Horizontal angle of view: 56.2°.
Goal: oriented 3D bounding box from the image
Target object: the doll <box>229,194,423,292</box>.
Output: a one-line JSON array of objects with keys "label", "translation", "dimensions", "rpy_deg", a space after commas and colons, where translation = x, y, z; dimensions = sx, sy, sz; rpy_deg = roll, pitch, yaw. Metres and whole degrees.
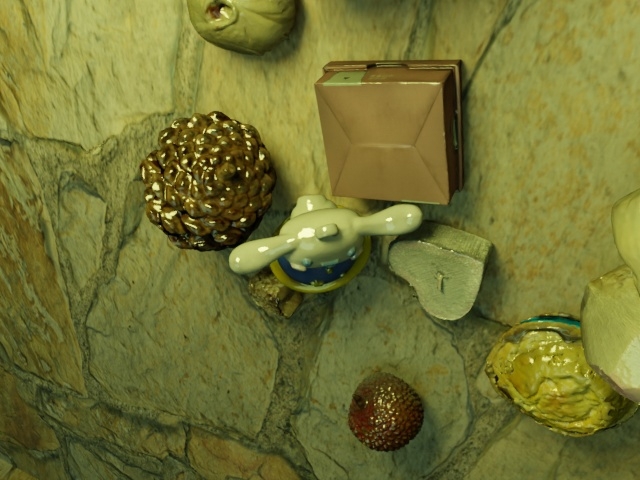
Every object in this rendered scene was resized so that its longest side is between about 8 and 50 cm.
[{"label": "doll", "translation": [0.024, -0.018, 1.037], "dimensions": [0.310, 0.160, 0.242], "rpy_deg": [-15, 154, 13]}]

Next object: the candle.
[{"label": "candle", "translation": [0.220, 0.046, 1.045], "dimensions": [0.168, 0.068, 0.192], "rpy_deg": [-23, 113, 42]}]

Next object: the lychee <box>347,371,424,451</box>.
[{"label": "lychee", "translation": [0.129, 0.361, 1.266], "dimensions": [0.197, 0.165, 0.165], "rpy_deg": [24, 138, -26]}]

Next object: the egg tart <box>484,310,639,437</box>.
[{"label": "egg tart", "translation": [0.434, 0.257, 1.064], "dimensions": [0.290, 0.107, 0.291], "rpy_deg": [14, 130, 18]}]

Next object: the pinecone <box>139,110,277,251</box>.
[{"label": "pinecone", "translation": [-0.193, -0.088, 1.056], "dimensions": [0.243, 0.243, 0.257], "rpy_deg": [28, 149, 7]}]

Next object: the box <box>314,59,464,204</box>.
[{"label": "box", "translation": [0.109, -0.164, 0.934], "dimensions": [0.215, 0.086, 0.215], "rpy_deg": [7, 127, 25]}]

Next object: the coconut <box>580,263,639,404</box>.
[{"label": "coconut", "translation": [0.487, 0.130, 0.858], "dimensions": [0.230, 0.227, 0.227], "rpy_deg": [24, 132, 6]}]

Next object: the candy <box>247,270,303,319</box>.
[{"label": "candy", "translation": [-0.095, 0.111, 1.255], "dimensions": [0.110, 0.085, 0.095], "rpy_deg": [10, 135, 34]}]

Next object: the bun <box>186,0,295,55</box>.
[{"label": "bun", "translation": [-0.128, -0.352, 0.901], "dimensions": [0.173, 0.113, 0.167], "rpy_deg": [5, 126, 28]}]

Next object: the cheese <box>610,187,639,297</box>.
[{"label": "cheese", "translation": [0.523, -0.002, 0.707], "dimensions": [0.326, 0.318, 0.115], "rpy_deg": [17, 175, 7]}]
